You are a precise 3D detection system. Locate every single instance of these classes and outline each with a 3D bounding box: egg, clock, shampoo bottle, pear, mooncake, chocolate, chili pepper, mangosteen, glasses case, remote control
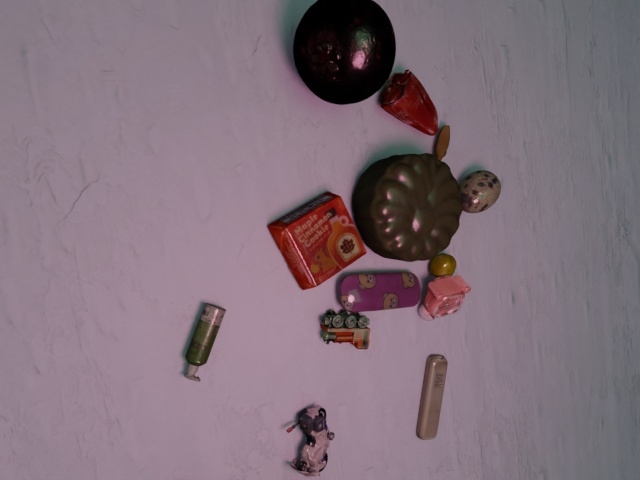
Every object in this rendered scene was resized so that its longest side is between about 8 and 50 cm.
[{"bbox_3d":[0.572,-0.175,1.488,0.181,0.141,0.141,-46,110,-19],"label":"egg"},{"bbox_3d":[0.431,0.206,1.445,0.166,0.092,0.162,-11,134,-20],"label":"clock"},{"bbox_3d":[-0.320,0.278,1.116,0.065,0.065,0.204,22,82,-25],"label":"shampoo bottle"},{"bbox_3d":[0.436,0.091,1.466,0.097,0.092,0.092,-17,100,-8],"label":"pear"},{"bbox_3d":[0.287,-0.105,1.325,0.356,0.194,0.356,0,91,-26],"label":"mooncake"},{"bbox_3d":[0.000,0.000,1.238,0.237,0.108,0.234,-30,103,-20],"label":"chocolate"},{"bbox_3d":[0.319,-0.455,1.386,0.253,0.136,0.144,28,35,-34],"label":"chili pepper"},{"bbox_3d":[0.071,-0.536,1.172,0.297,0.313,0.297,2,98,11],"label":"mangosteen"},{"bbox_3d":[0.202,0.169,1.353,0.316,0.076,0.123,0,82,-28],"label":"glasses case"},{"bbox_3d":[0.412,0.575,1.495,0.090,0.038,0.309,9,89,-27],"label":"remote control"}]

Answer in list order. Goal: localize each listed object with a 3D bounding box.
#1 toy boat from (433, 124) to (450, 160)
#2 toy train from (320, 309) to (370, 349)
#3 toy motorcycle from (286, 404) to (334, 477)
[{"bbox_3d":[0.436,-0.344,1.467,0.047,0.049,0.149,15,87,5],"label":"toy boat"},{"bbox_3d":[0.081,0.286,1.308,0.176,0.074,0.118,6,93,-28],"label":"toy train"},{"bbox_3d":[-0.029,0.629,1.257,0.150,0.102,0.221,-8,99,-46],"label":"toy motorcycle"}]
